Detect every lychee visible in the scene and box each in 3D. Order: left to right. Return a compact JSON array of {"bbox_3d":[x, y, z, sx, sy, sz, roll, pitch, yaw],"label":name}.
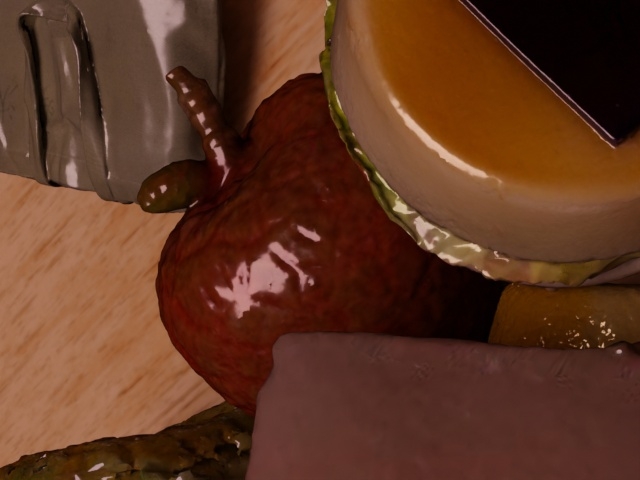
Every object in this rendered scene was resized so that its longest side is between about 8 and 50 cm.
[{"bbox_3d":[0.000,0.000,1.155,0.300,0.255,0.255,41,139,-26],"label":"lychee"}]

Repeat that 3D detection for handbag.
[{"bbox_3d":[-0.190,-0.161,1.398,0.316,0.109,0.253,14,112,40],"label":"handbag"}]

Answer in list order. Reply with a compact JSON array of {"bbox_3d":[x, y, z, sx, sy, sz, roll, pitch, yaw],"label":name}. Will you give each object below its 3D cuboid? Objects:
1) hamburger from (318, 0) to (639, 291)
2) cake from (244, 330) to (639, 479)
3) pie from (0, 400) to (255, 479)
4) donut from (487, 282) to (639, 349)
[{"bbox_3d":[0.139,-0.115,1.002,0.300,0.300,0.176,58,174,18],"label":"hamburger"},{"bbox_3d":[0.104,0.188,0.944,0.309,0.237,0.230,2,69,17],"label":"cake"},{"bbox_3d":[-0.119,0.184,1.274,0.355,0.288,0.103,-18,87,45],"label":"pie"},{"bbox_3d":[0.193,0.058,1.055,0.178,0.162,0.065,0,89,31],"label":"donut"}]
